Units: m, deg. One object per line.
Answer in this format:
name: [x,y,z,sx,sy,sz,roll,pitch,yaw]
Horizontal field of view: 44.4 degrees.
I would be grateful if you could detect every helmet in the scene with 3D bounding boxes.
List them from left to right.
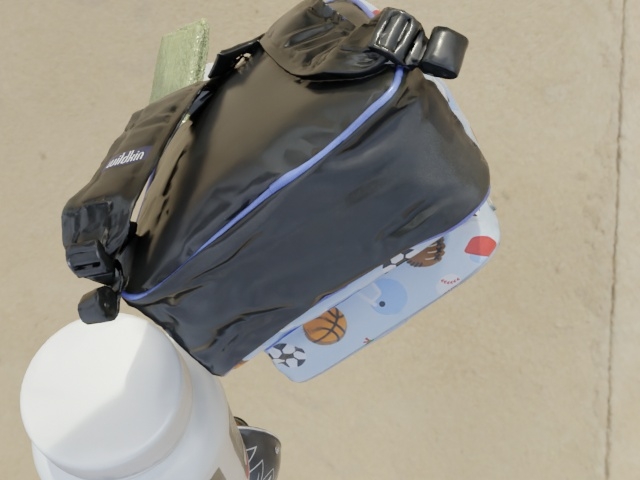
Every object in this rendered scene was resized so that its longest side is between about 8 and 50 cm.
helmet: [-0.137,0.283,0.993,0.161,0.169,0.169,42,124,39]

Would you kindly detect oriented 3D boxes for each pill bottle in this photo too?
pill bottle: [-0.168,0.193,0.752,0.176,0.176,0.318,22,153,13]

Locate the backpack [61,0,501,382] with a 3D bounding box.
backpack: [-0.010,-0.052,0.569,0.276,0.263,0.213,-31,125,14]

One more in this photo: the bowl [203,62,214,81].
bowl: [-0.166,-0.180,1.090,0.142,0.053,0.142,-33,59,-1]

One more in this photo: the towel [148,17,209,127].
towel: [-0.176,-0.196,0.972,0.110,0.027,0.148,3,83,53]
